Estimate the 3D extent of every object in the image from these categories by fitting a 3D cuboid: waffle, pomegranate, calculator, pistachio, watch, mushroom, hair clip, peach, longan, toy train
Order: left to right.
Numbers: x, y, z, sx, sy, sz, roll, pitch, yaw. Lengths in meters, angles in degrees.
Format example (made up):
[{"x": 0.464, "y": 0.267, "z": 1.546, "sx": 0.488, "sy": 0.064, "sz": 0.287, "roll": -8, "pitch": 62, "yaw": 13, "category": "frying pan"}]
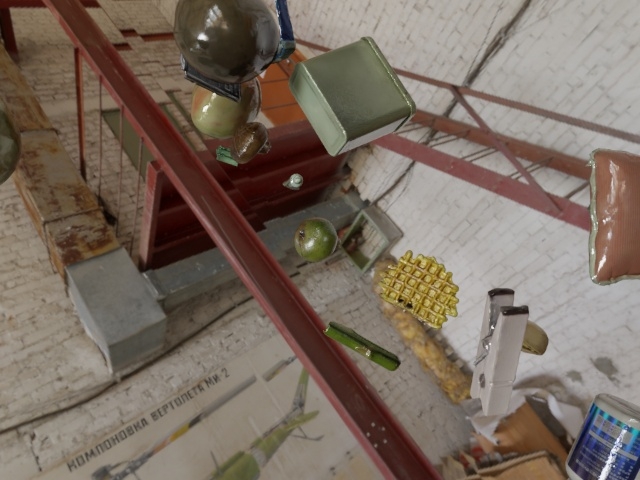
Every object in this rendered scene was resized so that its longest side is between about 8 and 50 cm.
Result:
[{"x": -0.325, "y": -0.528, "z": 1.247, "sx": 0.028, "sy": 0.166, "sz": 0.274, "roll": -5, "pitch": -2, "yaw": 25, "category": "calculator"}, {"x": -0.358, "y": -0.526, "z": 1.563, "sx": 0.292, "sy": 0.247, "sz": 0.292, "roll": -50, "pitch": 15, "yaw": 19, "category": "peach"}, {"x": -0.206, "y": -0.461, "z": 0.925, "sx": 0.248, "sy": 0.248, "sz": 0.248, "roll": -35, "pitch": -18, "yaw": -13, "category": "longan"}, {"x": -0.320, "y": -0.293, "z": 1.444, "sx": 0.056, "sy": 0.093, "sz": 0.038, "roll": 141, "pitch": 144, "yaw": -67, "category": "toy train"}, {"x": -0.174, "y": -0.241, "z": 1.009, "sx": 0.109, "sy": 0.085, "sz": 0.126, "roll": -32, "pitch": 19, "yaw": -25, "category": "mushroom"}, {"x": -0.198, "y": -0.717, "z": 1.348, "sx": 0.068, "sy": 0.275, "sz": 0.276, "roll": -28, "pitch": 25, "yaw": -34, "category": "watch"}, {"x": 0.002, "y": -0.002, "z": 1.653, "sx": 0.210, "sy": 0.180, "sz": 0.179, "roll": 3, "pitch": -34, "yaw": -19, "category": "pomegranate"}, {"x": 0.353, "y": 0.183, "z": 1.506, "sx": 0.282, "sy": 0.310, "sz": 0.065, "roll": -16, "pitch": -27, "yaw": 7, "category": "waffle"}, {"x": 0.433, "y": 0.281, "z": 1.021, "sx": 0.085, "sy": 0.101, "sz": 0.331, "roll": -4, "pitch": -65, "yaw": -11, "category": "hair clip"}, {"x": 0.800, "y": 0.373, "z": 1.634, "sx": 0.126, "sy": 0.223, "sz": 0.152, "roll": -56, "pitch": 9, "yaw": 27, "category": "pistachio"}]

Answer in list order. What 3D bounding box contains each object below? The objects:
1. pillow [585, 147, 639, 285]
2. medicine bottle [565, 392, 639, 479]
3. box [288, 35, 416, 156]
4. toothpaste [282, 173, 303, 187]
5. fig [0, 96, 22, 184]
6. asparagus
[{"x": 0.422, "y": -0.028, "z": 0.527, "sx": 0.178, "sy": 0.172, "sz": 0.075, "roll": 1, "pitch": 2, "yaw": -4, "category": "pillow"}, {"x": 0.485, "y": 0.367, "z": 0.693, "sx": 0.107, "sy": 0.106, "sz": 0.192, "roll": 6, "pitch": -75, "yaw": -66, "category": "medicine bottle"}, {"x": 0.116, "y": -0.529, "z": 1.519, "sx": 0.343, "sy": 0.352, "sz": 0.177, "roll": -29, "pitch": -4, "yaw": -27, "category": "box"}, {"x": -0.069, "y": -0.147, "z": 1.065, "sx": 0.204, "sy": 0.049, "sz": 0.032, "roll": -164, "pitch": 91, "yaw": -81, "category": "toothpaste"}, {"x": -0.584, "y": -0.157, "z": 0.625, "sx": 0.239, "sy": 0.239, "sz": 0.271, "roll": -37, "pitch": -15, "yaw": -4, "category": "fig"}, {"x": 0.139, "y": 0.354, "z": 1.391, "sx": 0.067, "sy": 0.277, "sz": 0.060, "roll": -57, "pitch": -4, "yaw": -46, "category": "asparagus"}]
